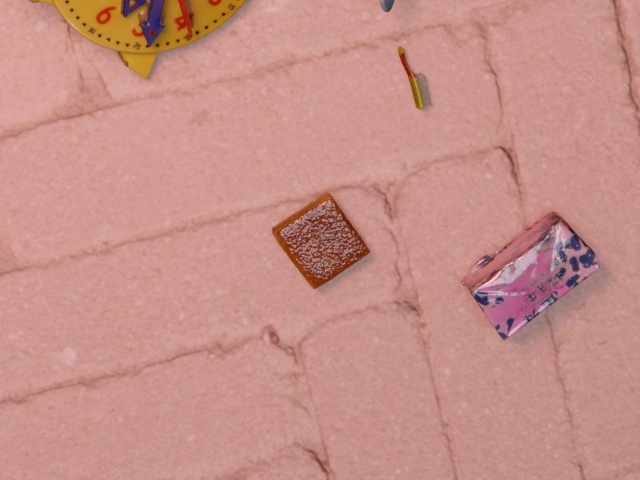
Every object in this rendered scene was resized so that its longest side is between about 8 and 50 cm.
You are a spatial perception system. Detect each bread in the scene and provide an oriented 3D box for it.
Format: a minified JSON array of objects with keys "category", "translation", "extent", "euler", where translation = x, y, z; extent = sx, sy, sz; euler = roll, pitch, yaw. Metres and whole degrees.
[{"category":"bread","translation":[0.000,0.000,1.909],"extent":[0.090,0.035,0.094],"euler":[-35,106,4]}]

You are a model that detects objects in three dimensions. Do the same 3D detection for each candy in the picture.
[{"category":"candy","translation":[0.269,0.042,1.930],"extent":[0.160,0.073,0.092],"euler":[-38,104,5]}]

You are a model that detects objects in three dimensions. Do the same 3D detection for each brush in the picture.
[{"category":"brush","translation":[0.117,-0.205,1.876],"extent":[0.021,0.019,0.083],"euler":[-24,106,-10]}]

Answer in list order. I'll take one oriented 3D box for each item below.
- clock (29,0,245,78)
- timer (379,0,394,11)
[{"category":"clock","translation":[-0.185,-0.332,1.721],"extent":[0.277,0.071,0.293],"euler":[25,110,-42]},{"category":"timer","translation":[0.097,-0.423,1.766],"extent":[0.175,0.175,0.255],"euler":[9,130,-8]}]
